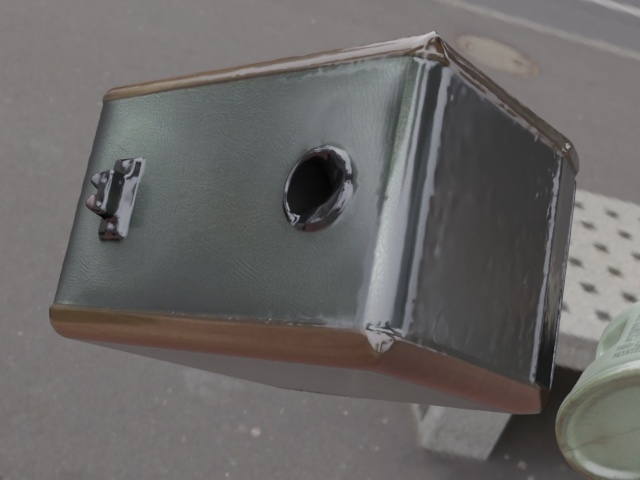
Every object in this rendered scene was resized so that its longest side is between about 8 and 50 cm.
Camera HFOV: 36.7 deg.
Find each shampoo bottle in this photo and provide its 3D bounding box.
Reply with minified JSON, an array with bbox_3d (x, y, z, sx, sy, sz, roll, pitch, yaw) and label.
[{"bbox_3d":[0.261,0.098,0.739,0.087,0.118,0.234,62,29,0],"label":"shampoo bottle"}]

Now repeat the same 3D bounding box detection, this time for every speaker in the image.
[{"bbox_3d":[0.000,0.000,0.524,0.230,0.153,0.192,0,-17,40],"label":"speaker"}]
